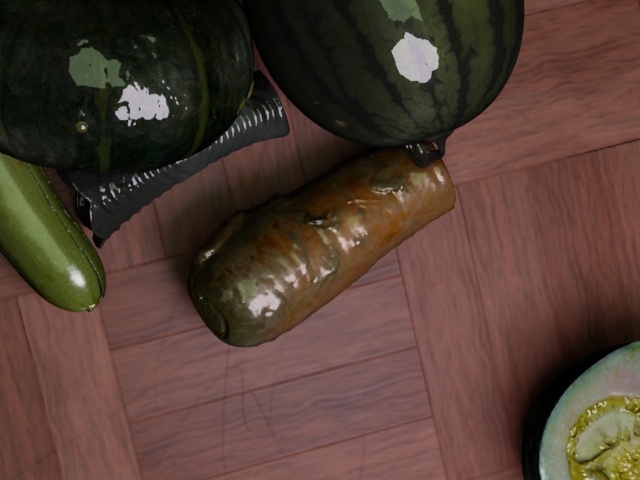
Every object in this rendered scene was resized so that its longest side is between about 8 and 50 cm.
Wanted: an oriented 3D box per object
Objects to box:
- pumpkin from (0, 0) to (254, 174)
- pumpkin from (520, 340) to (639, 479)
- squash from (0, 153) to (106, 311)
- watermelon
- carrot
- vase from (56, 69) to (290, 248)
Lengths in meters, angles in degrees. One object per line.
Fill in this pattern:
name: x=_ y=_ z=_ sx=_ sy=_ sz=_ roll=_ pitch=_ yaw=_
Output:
pumpkin: x=-0.212 y=-0.191 z=1.667 sx=0.300 sy=0.300 sz=0.207 roll=0 pitch=119 yaw=-11
pumpkin: x=0.358 y=0.248 z=1.888 sx=0.293 sy=0.197 sz=0.263 roll=40 pitch=78 yaw=-6
squash: x=-0.331 y=-0.068 z=1.763 sx=0.094 sy=0.094 sz=0.341 roll=-34 pitch=103 yaw=-6
watermelon: x=0.064 y=-0.247 z=1.724 sx=0.279 sy=0.279 sz=0.359 roll=-21 pitch=94 yaw=-8
carrot: x=0.000 y=0.000 z=1.819 sx=0.302 sy=0.139 sz=0.138 roll=-28 pitch=101 yaw=-14
vase: x=-0.152 y=-0.093 z=1.795 sx=0.237 sy=0.115 sz=0.115 roll=-27 pitch=101 yaw=-11
